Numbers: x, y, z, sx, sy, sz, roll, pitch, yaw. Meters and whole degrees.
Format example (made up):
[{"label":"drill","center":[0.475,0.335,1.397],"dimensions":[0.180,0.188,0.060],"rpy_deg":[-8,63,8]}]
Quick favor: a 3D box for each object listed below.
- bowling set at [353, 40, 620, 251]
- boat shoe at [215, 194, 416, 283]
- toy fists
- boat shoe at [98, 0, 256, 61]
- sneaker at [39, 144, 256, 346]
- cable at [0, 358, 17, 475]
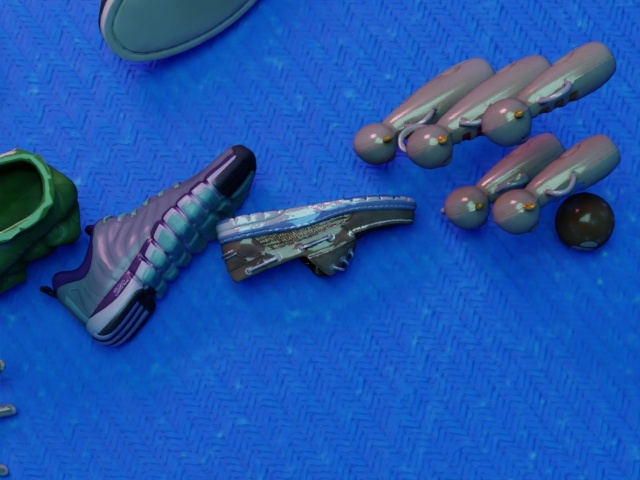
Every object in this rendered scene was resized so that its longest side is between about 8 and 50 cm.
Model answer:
[{"label":"bowling set","center":[0.170,-0.053,1.586],"dimensions":[0.154,0.287,0.199],"rpy_deg":[-33,100,-17]},{"label":"boat shoe","center":[0.000,0.000,1.644],"dimensions":[0.183,0.066,0.066],"rpy_deg":[-10,87,-3]},{"label":"toy fists","center":[-0.340,0.020,1.613],"dimensions":[0.279,0.142,0.096],"rpy_deg":[-30,83,-7]},{"label":"boat shoe","center":[-0.097,-0.311,1.734],"dimensions":[0.340,0.127,0.113],"rpy_deg":[-49,45,-5]},{"label":"sneaker","center":[-0.156,-0.016,1.646],"dimensions":[0.098,0.083,0.223],"rpy_deg":[35,77,19]},{"label":"cable","center":[-0.413,0.177,1.591],"dimensions":[0.287,0.072,0.139],"rpy_deg":[-2,85,-2]}]
